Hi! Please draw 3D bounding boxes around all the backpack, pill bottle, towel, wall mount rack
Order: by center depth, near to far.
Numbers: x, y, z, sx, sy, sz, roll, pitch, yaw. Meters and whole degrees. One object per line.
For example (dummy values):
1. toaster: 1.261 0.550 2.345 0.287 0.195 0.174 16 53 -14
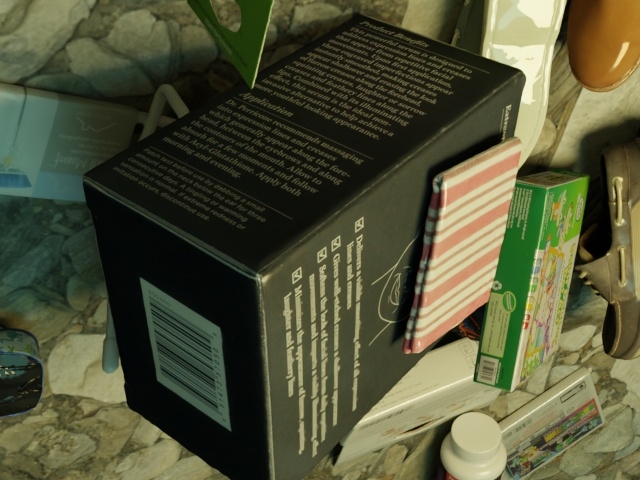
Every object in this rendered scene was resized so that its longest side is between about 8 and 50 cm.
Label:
1. towel: 0.134 0.003 0.930 0.144 0.029 0.197 -27 133 -47
2. wall mount rack: -0.275 -0.023 0.935 0.350 0.130 0.304 5 123 -32
3. backpack: -0.365 0.140 1.051 0.114 0.084 0.105 0 125 -25
4. pill bottle: 0.249 0.374 1.580 0.108 0.108 0.193 -18 134 -17

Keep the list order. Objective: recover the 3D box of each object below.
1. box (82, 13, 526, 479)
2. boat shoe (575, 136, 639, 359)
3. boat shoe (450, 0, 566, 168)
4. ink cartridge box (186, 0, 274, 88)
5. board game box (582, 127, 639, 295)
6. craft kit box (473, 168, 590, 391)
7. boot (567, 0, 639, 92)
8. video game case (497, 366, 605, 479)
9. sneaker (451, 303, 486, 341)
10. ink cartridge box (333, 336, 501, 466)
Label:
1. box: 0.000 0.000 0.953 0.395 0.212 0.293 -37 142 -37
2. boat shoe: 0.416 0.010 1.336 0.130 0.132 0.355 2 120 4
3. boat shoe: 0.195 -0.192 1.083 0.116 0.099 0.319 5 124 -9
4. ink cartridge box: -0.102 -0.277 0.780 0.097 0.189 0.255 -5 129 -28
5. board game box: 0.527 -0.078 1.413 0.208 0.056 0.347 -6 129 -21
6. craft kit box: 0.271 0.041 1.216 0.247 0.061 0.250 -19 119 -65
7. boot: 0.312 -0.279 1.003 0.220 0.109 0.283 -33 147 -59
8. video game case: 0.403 0.327 1.695 0.201 0.023 0.183 -34 135 -2
9. sneaker: 0.185 0.039 1.298 0.087 0.083 0.221 -55 134 -30
10. ink cartridge box: 0.155 0.232 1.443 0.296 0.066 0.261 -19 159 -15
